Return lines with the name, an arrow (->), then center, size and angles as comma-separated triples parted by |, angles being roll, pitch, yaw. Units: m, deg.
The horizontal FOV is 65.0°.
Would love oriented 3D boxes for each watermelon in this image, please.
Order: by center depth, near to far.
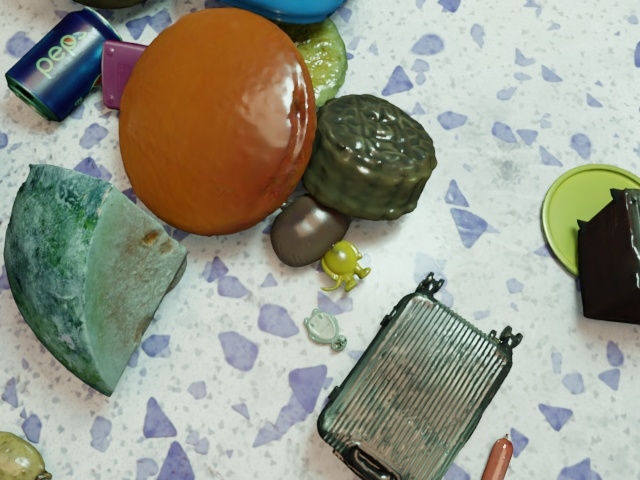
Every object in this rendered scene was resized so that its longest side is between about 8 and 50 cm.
watermelon -> -0.322, 0.055, 0.782 | 0.228, 0.388, 0.258 | 27, 32, 29

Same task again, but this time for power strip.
power strip -> 0.010, 0.151, 0.842 | 0.083, 0.035, 0.055 | 43, 78, 12

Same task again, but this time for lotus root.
lotus root -> -0.485, 0.337, 0.769 | 0.151, 0.063, 0.072 | 21, 85, 1

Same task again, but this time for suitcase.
suitcase -> 0.148, 0.225, 0.774 | 0.202, 0.128, 0.312 | 35, 77, 8

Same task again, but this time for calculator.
calculator -> -0.303, -0.287, 0.915 | 0.190, 0.034, 0.127 | 7, 114, -6

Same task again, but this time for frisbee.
frisbee -> 0.514, -0.028, 0.907 | 0.235, 0.017, 0.236 | 0, 74, -1

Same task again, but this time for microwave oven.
microwave oven -> 0.556, 0.037, 0.789 | 0.247, 0.188, 0.178 | 6, 70, 5

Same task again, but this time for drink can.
drink can -> -0.463, -0.323, 0.920 | 0.118, 0.118, 0.205 | 36, 78, 8

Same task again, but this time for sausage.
sausage -> 0.244, 0.419, 0.773 | 0.034, 0.034, 0.253 | 28, 76, 6

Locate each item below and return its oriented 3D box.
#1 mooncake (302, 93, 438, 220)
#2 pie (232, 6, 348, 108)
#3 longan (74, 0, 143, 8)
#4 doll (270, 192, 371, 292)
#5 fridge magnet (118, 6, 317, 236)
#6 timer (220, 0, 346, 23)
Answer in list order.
mooncake -> 0.081, -0.145, 0.841 | 0.228, 0.124, 0.228 | 10, 44, -10
pie -> -0.081, -0.349, 0.958 | 0.276, 0.078, 0.277 | 1, 74, -5
longan -> -0.413, -0.569, 0.907 | 0.296, 0.297, 0.298 | 0, 75, -1
doll -> -0.006, 0.007, 0.855 | 0.145, 0.096, 0.188 | -20, 86, -1
fridge magnet -> -0.171, -0.188, 0.817 | 0.363, 0.155, 0.364 | 1, 91, 23
timer -> -0.073, -0.526, 0.933 | 0.308, 0.115, 0.340 | 23, 50, 10
